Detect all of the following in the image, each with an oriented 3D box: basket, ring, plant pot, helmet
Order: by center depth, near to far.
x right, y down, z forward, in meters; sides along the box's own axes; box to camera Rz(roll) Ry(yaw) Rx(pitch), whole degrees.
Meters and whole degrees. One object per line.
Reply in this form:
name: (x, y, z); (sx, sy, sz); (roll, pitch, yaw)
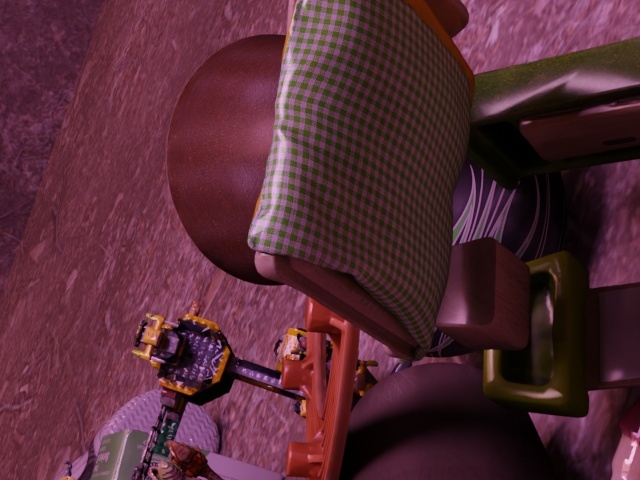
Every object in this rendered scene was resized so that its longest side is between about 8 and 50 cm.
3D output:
basket: (0.080, 0.177, 0.985); (0.154, 0.204, 0.227); (-25, 23, 7)
ring: (0.000, 0.000, 1.057); (0.336, 0.032, 0.336); (-176, 90, -86)
helmet: (0.088, -0.005, 1.146); (0.169, 0.169, 0.161); (-47, 23, 49)
plant pot: (0.027, -0.068, 1.350); (0.230, 0.215, 0.215); (0, 71, 55)

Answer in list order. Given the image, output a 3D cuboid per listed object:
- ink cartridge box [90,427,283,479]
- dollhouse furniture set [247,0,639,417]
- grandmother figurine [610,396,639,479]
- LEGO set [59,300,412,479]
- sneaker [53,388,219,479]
ink cartridge box: (-0.140, 0.290, 1.481); (0.093, 0.154, 0.212); (-26, 48, 64)
dollhouse furniture set: (0.108, -0.037, 0.881); (0.151, 0.301, 0.197); (-8, 67, 28)
grandmother figurine: (0.220, 0.093, 0.794); (0.208, 0.104, 0.342); (-17, 47, 33)
LEGO set: (-0.071, 0.199, 1.225); (0.331, 0.255, 0.192); (-62, -10, -10)
sneaker: (-0.254, 0.314, 1.675); (0.366, 0.137, 0.210); (-45, -5, -34)
